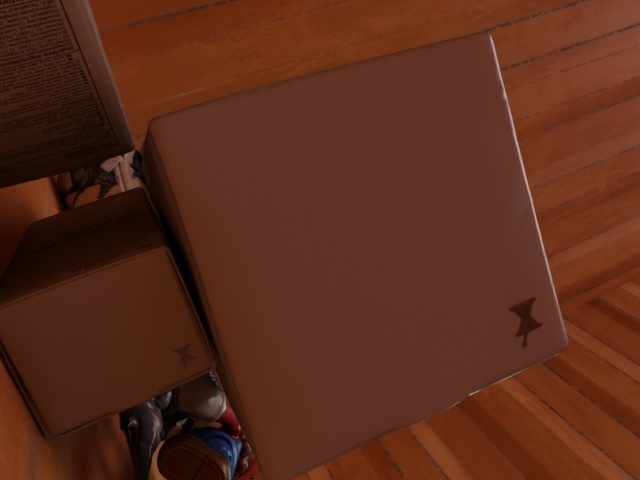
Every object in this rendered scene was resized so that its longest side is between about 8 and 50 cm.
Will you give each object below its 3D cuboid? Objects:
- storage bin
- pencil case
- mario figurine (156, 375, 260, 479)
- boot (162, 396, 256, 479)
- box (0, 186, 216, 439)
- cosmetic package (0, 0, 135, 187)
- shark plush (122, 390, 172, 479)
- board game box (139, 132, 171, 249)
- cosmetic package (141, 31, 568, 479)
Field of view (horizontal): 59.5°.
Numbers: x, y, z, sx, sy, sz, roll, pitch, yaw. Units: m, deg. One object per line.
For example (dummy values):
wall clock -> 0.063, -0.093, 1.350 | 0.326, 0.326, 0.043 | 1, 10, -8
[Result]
storage bin -> -0.238, 0.265, 0.938 | 0.084, 0.122, 0.180 | 62, -25, 22
pencil case -> -0.340, 0.004, 0.984 | 0.410, 0.160, 0.183 | 60, -37, 28
mario figurine -> -0.174, 0.292, 0.743 | 0.170, 0.198, 0.320 | 49, -5, 5
boot -> -0.254, 0.412, 1.186 | 0.284, 0.138, 0.377 | 67, -19, 9
box -> -0.217, 0.045, 0.570 | 0.311, 0.148, 0.121 | 31, -40, 64
cosmetic package -> -0.250, -0.157, 0.426 | 0.296, 0.153, 0.129 | 132, -64, -72
shark plush -> -0.259, 0.264, 0.778 | 0.067, 0.073, 0.161 | 57, 19, -46
board game box -> -0.322, 0.040, 1.122 | 0.390, 0.050, 0.389 | -52, -125, 36
cosmetic package -> 0.000, 0.000, 0.666 | 0.394, 0.330, 0.327 | -171, -117, -71
